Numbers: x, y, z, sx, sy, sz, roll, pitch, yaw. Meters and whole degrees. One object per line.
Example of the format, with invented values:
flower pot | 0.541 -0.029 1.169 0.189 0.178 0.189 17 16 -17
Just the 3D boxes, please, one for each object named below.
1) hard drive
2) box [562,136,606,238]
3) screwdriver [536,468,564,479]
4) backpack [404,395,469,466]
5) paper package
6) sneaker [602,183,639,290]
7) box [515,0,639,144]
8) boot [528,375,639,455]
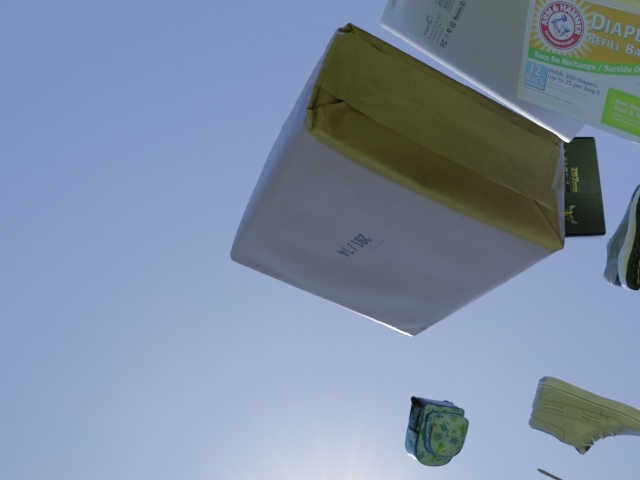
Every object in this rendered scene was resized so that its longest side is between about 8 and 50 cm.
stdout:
hard drive | 0.235 -0.272 0.805 0.307 0.203 0.040 34 -118 6
box | 0.540 -0.117 1.465 0.183 0.059 0.233 -1 -99 -2
screwdriver | 0.319 0.295 0.707 0.170 0.024 0.025 13 -99 36
backpack | 0.212 0.358 1.188 0.105 0.084 0.114 15 -91 -24
paper package | 0.081 -0.046 0.790 0.309 0.325 0.168 25 -122 -11
sneaker | 0.743 -0.015 1.541 0.100 0.108 0.271 23 -98 -21
box | 0.275 -0.150 0.513 0.103 0.114 0.203 -36 -130 -27
boot | 0.557 0.381 1.306 0.258 0.095 0.123 19 -105 18
